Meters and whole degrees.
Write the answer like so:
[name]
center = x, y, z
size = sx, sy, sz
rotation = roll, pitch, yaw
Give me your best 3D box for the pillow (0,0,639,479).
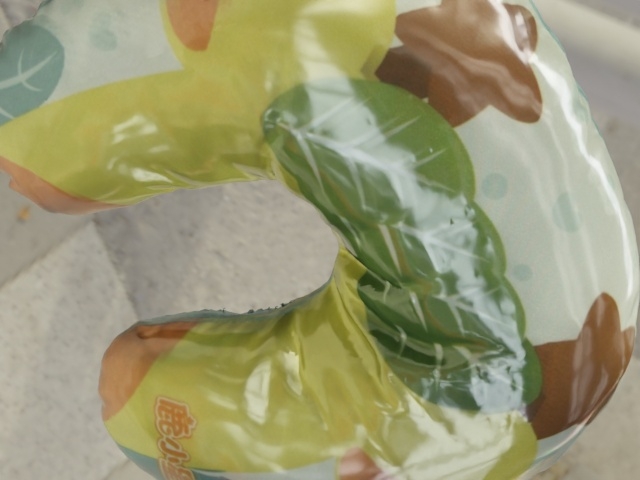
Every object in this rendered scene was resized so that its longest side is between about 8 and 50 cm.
[pillow]
center = 0.000, 0.000, 0.527
size = 0.086, 0.214, 0.233
rotation = -66, 140, -64
